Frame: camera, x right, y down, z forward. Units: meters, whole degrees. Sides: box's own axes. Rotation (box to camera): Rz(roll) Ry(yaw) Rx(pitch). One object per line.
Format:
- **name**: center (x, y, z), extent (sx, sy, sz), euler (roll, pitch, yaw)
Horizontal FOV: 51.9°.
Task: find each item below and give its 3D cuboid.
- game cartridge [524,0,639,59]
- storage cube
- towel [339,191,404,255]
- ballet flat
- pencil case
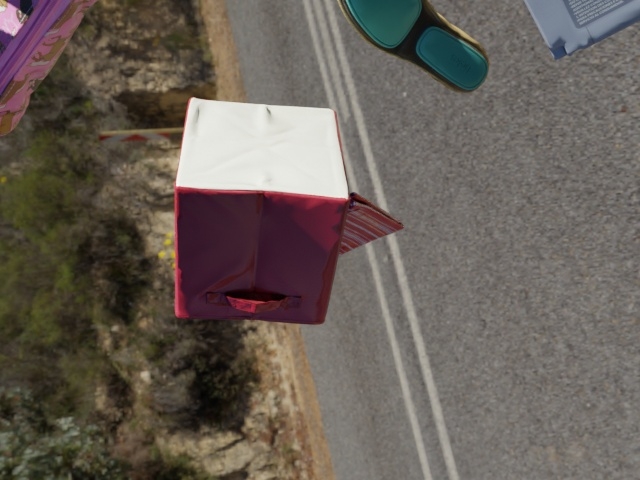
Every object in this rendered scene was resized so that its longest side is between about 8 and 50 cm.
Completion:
- **game cartridge**: center (0.433, -0.407, 0.927), extent (0.198, 0.297, 0.062), euler (51, -149, -26)
- **storage cube**: center (-0.076, -0.037, 0.785), extent (0.215, 0.183, 0.193), euler (-95, 11, -48)
- **towel**: center (0.000, 0.000, 1.256), extent (0.274, 0.198, 0.031), euler (-24, 64, 26)
- **ballet flat**: center (0.095, -0.241, 0.744), extent (0.080, 0.232, 0.073), euler (-51, 33, 14)
- **pencil case**: center (-0.432, -0.317, 0.957), extent (0.386, 0.167, 0.160), euler (-37, 93, 29)
